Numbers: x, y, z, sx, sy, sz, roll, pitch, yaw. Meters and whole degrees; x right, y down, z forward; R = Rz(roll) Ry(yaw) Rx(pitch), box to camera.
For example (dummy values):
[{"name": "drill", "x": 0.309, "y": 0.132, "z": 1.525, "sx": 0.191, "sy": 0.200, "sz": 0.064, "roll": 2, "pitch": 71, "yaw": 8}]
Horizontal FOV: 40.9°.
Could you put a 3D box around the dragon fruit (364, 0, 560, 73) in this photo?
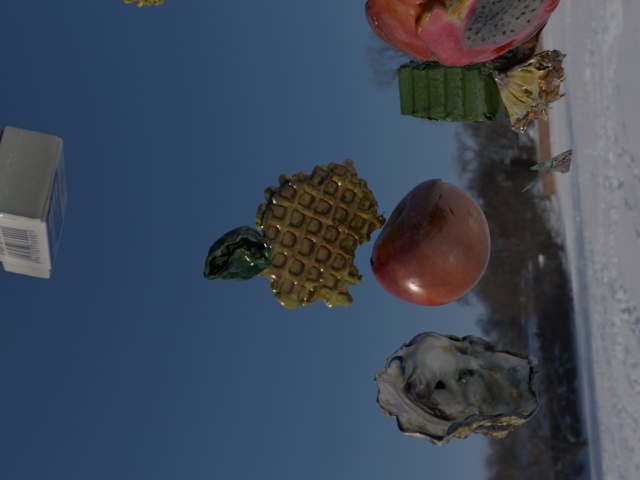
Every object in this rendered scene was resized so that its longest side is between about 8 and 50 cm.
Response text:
[{"name": "dragon fruit", "x": 0.187, "y": -0.322, "z": 1.008, "sx": 0.189, "sy": 0.290, "sz": 0.290, "roll": 60, "pitch": -176, "yaw": 23}]

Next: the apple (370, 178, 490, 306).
[{"name": "apple", "x": 0.224, "y": 0.013, "z": 1.733, "sx": 0.206, "sy": 0.251, "sz": 0.272, "roll": 38, "pitch": -162, "yaw": -7}]

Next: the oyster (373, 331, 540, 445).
[{"name": "oyster", "x": 0.161, "y": 0.187, "z": 1.061, "sx": 0.223, "sy": 0.214, "sz": 0.083, "roll": -16, "pitch": -69, "yaw": -30}]

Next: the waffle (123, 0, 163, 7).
[{"name": "waffle", "x": -0.189, "y": -0.275, "z": 0.871, "sx": 0.016, "sy": 0.085, "sz": 0.078, "roll": -62, "pitch": -11, "yaw": -48}]

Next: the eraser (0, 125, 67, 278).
[{"name": "eraser", "x": -0.406, "y": -0.044, "z": 1.196, "sx": 0.279, "sy": 0.081, "sz": 0.124, "roll": 129, "pitch": 149, "yaw": -67}]

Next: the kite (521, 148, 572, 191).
[{"name": "kite", "x": 0.507, "y": -0.153, "z": 1.902, "sx": 0.137, "sy": 0.152, "sz": 0.005, "roll": 1, "pitch": -125, "yaw": -37}]

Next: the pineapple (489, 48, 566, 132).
[{"name": "pineapple", "x": 0.315, "y": -0.239, "z": 1.329, "sx": 0.069, "sy": 0.116, "sz": 0.137, "roll": -14, "pitch": -50, "yaw": -56}]

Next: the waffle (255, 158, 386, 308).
[{"name": "waffle", "x": 0.000, "y": -0.010, "z": 1.698, "sx": 0.058, "sy": 0.281, "sz": 0.301, "roll": -152, "pitch": 61, "yaw": -61}]

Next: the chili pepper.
[{"name": "chili pepper", "x": -0.136, "y": 0.033, "z": 1.365, "sx": 0.216, "sy": 0.108, "sz": 0.062, "roll": 113, "pitch": 141, "yaw": -76}]

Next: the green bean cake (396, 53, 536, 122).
[{"name": "green bean cake", "x": 0.260, "y": -0.268, "z": 1.485, "sx": 0.214, "sy": 0.200, "sz": 0.113, "roll": -22, "pitch": -65, "yaw": -46}]
